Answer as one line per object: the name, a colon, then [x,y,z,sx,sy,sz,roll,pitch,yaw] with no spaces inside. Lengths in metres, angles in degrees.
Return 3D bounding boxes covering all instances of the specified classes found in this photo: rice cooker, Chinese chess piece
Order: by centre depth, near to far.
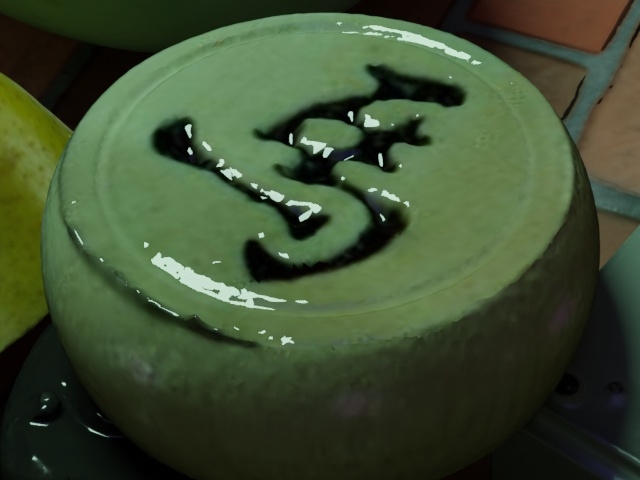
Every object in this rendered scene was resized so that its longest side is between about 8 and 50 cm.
Chinese chess piece: [0.000,0.000,0.798,0.250,0.101,0.250,-1,42,1]
rice cooker: [-0.084,0.103,0.847,0.142,0.118,0.203,7,42,7]

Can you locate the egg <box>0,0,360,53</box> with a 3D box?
egg: [-0.112,-0.251,1.029,0.389,0.276,0.276,19,57,18]

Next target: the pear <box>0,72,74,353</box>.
pear: [-0.251,-0.031,0.902,0.267,0.178,0.267,-20,32,13]

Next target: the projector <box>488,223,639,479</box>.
projector: [0.229,0.063,0.851,0.198,0.108,0.250,31,61,28]
